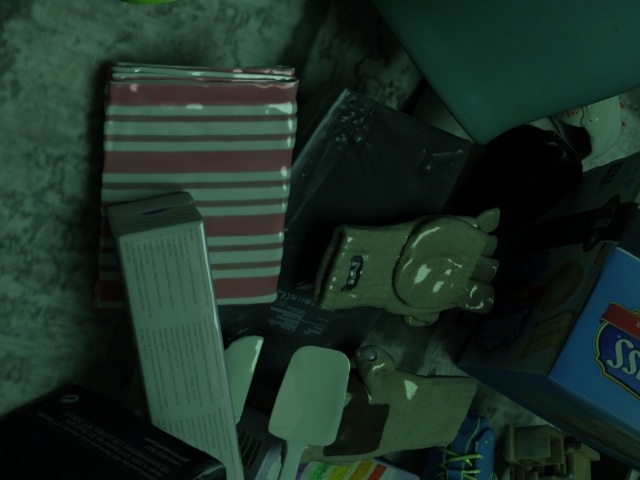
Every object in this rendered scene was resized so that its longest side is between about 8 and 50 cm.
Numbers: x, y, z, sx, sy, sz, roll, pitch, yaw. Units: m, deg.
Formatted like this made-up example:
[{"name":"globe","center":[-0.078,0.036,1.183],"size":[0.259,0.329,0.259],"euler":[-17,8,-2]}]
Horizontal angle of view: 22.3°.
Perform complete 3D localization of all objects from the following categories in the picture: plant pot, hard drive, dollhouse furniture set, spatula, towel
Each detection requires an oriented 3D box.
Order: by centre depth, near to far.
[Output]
[{"name":"towel","center":[-0.094,-0.038,1.212],"size":[0.144,0.029,0.197],"euler":[0,115,-15]},{"name":"plant pot","center":[0.176,-0.220,1.284],"size":[0.255,0.271,0.271],"euler":[-34,141,9]},{"name":"spatula","center":[-0.082,0.183,1.302],"size":[0.168,0.019,0.242],"euler":[12,107,-10]},{"name":"hard drive","center":[0.000,0.000,1.322],"size":[0.172,0.054,0.254],"euler":[18,107,-42]},{"name":"dollhouse furniture set","center":[0.216,0.296,1.669],"size":[0.161,0.101,0.182],"euler":[33,53,-55]}]

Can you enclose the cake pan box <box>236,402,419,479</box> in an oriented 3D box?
[{"name":"cake pan box","center":[-0.047,0.295,1.459],"size":[0.246,0.070,0.267],"euler":[32,84,-49]}]

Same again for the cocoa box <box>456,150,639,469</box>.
[{"name":"cocoa box","center":[0.304,0.079,1.495],"size":[0.228,0.231,0.347],"euler":[-60,-175,-6]}]

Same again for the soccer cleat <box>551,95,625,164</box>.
[{"name":"soccer cleat","center":[0.258,-0.153,1.585],"size":[0.076,0.068,0.196],"euler":[-41,138,-24]}]

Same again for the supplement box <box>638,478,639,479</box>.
[{"name":"supplement box","center":[0.423,0.387,2.015],"size":[0.220,0.114,0.111],"euler":[-52,141,-19]}]

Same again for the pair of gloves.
[{"name":"pair of gloves","center":[0.058,0.084,1.361],"size":[0.204,0.042,0.240],"euler":[-6,120,-37]}]

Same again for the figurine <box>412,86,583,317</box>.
[{"name":"figurine","center":[0.124,-0.053,1.468],"size":[0.209,0.092,0.215],"euler":[-50,138,-13]}]

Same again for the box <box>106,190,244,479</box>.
[{"name":"box","center":[-0.101,0.124,1.226],"size":[0.067,0.063,0.324],"euler":[-13,115,-10]}]

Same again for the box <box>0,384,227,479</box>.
[{"name":"box","center":[-0.224,0.308,1.163],"size":[0.294,0.183,0.296],"euler":[-27,125,-40]}]

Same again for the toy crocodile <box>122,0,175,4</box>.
[{"name":"toy crocodile","center":[-0.061,-0.233,1.138],"size":[0.340,0.105,0.115],"euler":[-20,123,-42]}]

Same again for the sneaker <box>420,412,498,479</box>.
[{"name":"sneaker","center":[0.121,0.240,1.585],"size":[0.240,0.091,0.126],"euler":[-37,125,-72]}]

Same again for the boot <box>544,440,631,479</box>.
[{"name":"boot","center":[0.268,0.373,1.865],"size":[0.263,0.091,0.229],"euler":[-43,142,-21]}]
